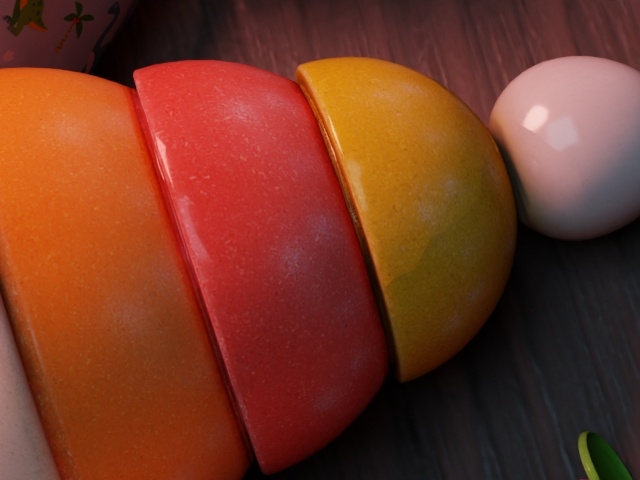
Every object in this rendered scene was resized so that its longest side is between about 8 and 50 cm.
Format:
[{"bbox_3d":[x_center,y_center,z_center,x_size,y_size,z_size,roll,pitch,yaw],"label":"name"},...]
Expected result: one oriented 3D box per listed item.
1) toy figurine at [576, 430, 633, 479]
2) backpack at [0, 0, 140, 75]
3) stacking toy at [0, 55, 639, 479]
[{"bbox_3d":[0.125,0.220,1.014,0.159,0.130,0.173,-33,42,19],"label":"toy figurine"},{"bbox_3d":[-0.277,-0.178,1.211,0.273,0.290,0.355,9,67,32],"label":"backpack"},{"bbox_3d":[0.000,0.000,1.069,0.480,0.350,0.351,-17,66,-6],"label":"stacking toy"}]
